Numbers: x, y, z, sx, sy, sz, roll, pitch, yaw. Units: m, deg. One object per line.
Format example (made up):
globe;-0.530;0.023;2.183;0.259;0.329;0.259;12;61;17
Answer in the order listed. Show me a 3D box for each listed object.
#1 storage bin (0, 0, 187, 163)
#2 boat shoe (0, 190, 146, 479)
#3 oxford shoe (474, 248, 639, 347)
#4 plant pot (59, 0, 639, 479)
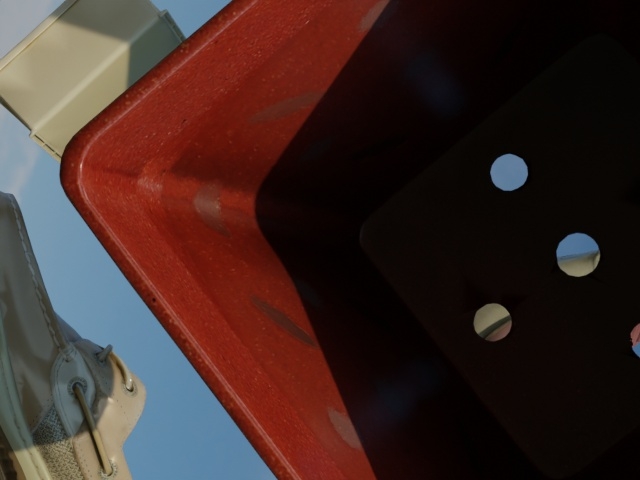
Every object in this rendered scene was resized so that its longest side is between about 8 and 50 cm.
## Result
storage bin;-0.317;-0.234;1.770;0.262;0.123;0.260;-44;161;-4
boat shoe;-0.185;0.119;0.862;0.121;0.110;0.341;12;-64;65
oxford shoe;0.263;0.051;1.294;0.146;0.397;0.140;36;-48;36
plant pot;0.106;0.000;0.506;0.267;0.267;0.236;-39;168;6
